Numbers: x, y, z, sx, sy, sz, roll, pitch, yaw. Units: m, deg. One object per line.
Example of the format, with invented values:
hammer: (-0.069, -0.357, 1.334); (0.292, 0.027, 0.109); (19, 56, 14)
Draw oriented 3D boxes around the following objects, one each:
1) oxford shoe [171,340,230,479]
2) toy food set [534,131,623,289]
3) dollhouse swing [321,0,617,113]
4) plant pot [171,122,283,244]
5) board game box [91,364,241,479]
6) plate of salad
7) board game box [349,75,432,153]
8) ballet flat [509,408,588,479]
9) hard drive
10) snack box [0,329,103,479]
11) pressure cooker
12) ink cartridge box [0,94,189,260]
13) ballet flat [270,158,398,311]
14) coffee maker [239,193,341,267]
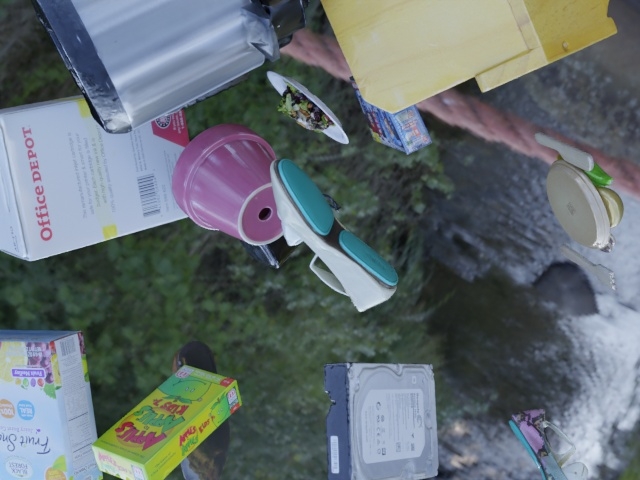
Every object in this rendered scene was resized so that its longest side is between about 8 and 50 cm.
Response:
oxford shoe: (-0.180, 0.257, 1.428); (0.076, 0.212, 0.076); (2, 164, -26)
toy food set: (0.328, -0.046, 1.216); (0.132, 0.039, 0.192); (45, 158, 58)
dollhouse swing: (0.222, -0.407, 1.567); (0.305, 0.315, 0.346); (-20, 95, 48)
plant pot: (-0.141, -0.088, 1.788); (0.180, 0.201, 0.201); (39, 168, 42)
board game box: (-0.194, 0.235, 1.262); (0.092, 0.181, 0.043); (11, 124, 33)
plate of salad: (-0.030, -0.240, 1.827); (0.200, 0.048, 0.200); (41, 175, 4)
board game box: (0.128, -0.283, 1.947); (0.194, 0.060, 0.194); (68, 170, -21)
ballet flat: (0.374, 0.353, 1.557); (0.221, 0.079, 0.077); (-111, -6, -46)
hard drive: (0.127, 0.357, 1.925); (0.064, 0.236, 0.339); (-7, 169, 33)
snack box: (-0.389, 0.226, 1.314); (0.175, 0.070, 0.207); (-3, 99, 30)
pressure cooker: (-0.230, -0.402, 1.531); (0.369, 0.420, 0.375); (62, 171, -11)
ink cartridge box: (-0.456, -0.147, 1.938); (0.160, 0.385, 0.279); (10, 112, 50)
ballet flat: (0.000, 0.000, 1.340); (0.248, 0.086, 0.086); (47, 157, -9)
coffee maker: (-0.076, -0.038, 2.153); (0.120, 0.178, 0.171); (47, 157, -8)
